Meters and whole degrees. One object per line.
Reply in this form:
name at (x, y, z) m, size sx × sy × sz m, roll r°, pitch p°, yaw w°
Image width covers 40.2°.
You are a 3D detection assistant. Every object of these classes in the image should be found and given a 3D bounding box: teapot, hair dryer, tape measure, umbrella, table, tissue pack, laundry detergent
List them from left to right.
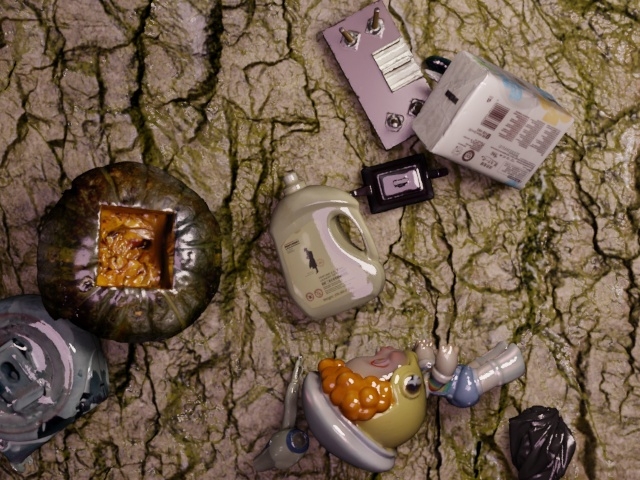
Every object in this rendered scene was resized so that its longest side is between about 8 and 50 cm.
tape measure at (-0.515, 0.232, 1.546) m, size 0.256 × 0.147 × 0.275 m, roll -36°, pitch 90°, yaw 3°
hair dryer at (-0.074, 0.326, 1.567) m, size 0.067 × 0.199 × 0.167 m, roll 21°, pitch 131°, yaw -22°
laundry detergent at (0.000, 0.000, 1.525) m, size 0.181 × 0.091 × 0.254 m, roll -22°, pitch 94°, yaw 22°
table at (0.111, -0.291, 1.519) m, size 0.121 × 0.111 × 0.240 m, roll -29°, pitch 90°, yaw 2°
teapot at (0.137, -0.101, 1.529) m, size 0.177 × 0.096 × 0.087 m, roll -14°, pitch 90°, yaw 3°
tissue pack at (0.275, -0.210, 1.461) m, size 0.229 × 0.145 × 0.159 m, roll 16°, pitch 119°, yaw -36°
umbrella at (0.379, 0.457, 1.525) m, size 0.118 × 0.118 × 0.340 m, roll 2°, pitch 91°, yaw 3°

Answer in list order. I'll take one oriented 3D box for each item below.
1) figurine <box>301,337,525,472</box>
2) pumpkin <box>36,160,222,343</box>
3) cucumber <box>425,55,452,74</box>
figurine at (0.164, 0.268, 1.474) m, size 0.381 × 0.224 × 0.205 m, roll -13°, pitch 94°, yaw 3°
pumpkin at (-0.318, 0.020, 1.481) m, size 0.320 × 0.192 × 0.321 m, roll 3°, pitch 81°, yaw -17°
cucumber at (0.247, -0.295, 1.552) m, size 0.133 × 0.032 × 0.032 m, roll 25°, pitch 92°, yaw 3°
